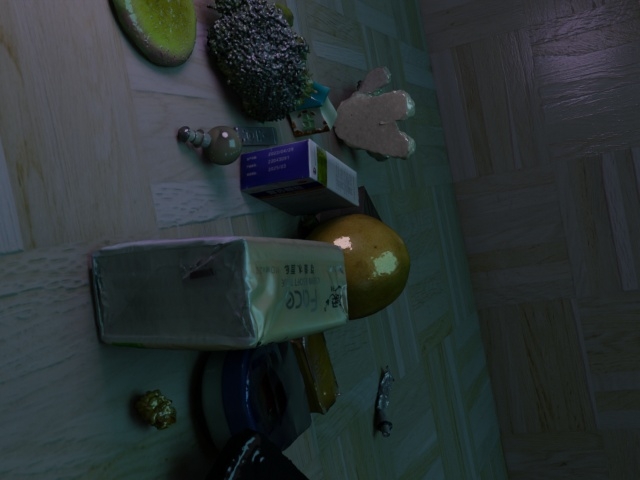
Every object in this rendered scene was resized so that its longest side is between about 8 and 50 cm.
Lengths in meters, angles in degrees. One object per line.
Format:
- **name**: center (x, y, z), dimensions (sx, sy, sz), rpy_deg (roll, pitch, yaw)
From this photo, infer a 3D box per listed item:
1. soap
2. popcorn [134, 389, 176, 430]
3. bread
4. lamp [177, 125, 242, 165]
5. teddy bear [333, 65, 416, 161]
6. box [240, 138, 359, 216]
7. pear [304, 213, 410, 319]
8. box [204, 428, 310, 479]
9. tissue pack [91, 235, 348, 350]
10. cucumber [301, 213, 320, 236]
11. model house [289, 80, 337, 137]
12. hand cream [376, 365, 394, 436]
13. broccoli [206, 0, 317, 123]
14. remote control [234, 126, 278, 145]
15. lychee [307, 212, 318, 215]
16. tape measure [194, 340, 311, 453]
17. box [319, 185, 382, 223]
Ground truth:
- **soap**: center (-0.024, 0.332, 1.939), dimensions (0.135, 0.076, 0.233), rpy_deg (-43, 119, -63)
- **popcorn**: center (-0.300, 0.315, 1.354), dimensions (0.057, 0.083, 0.082), rpy_deg (-50, 154, -26)
- **bread**: center (-0.352, -0.521, 1.600), dimensions (0.301, 0.045, 0.301), rpy_deg (-9, 90, -66)
- **lamp**: center (-0.254, -0.226, 1.663), dimensions (0.163, 0.091, 0.091), rpy_deg (14, 67, -47)
- **teddy bear**: center (0.224, -0.429, 2.485), dimensions (0.362, 0.375, 0.328), rpy_deg (-28, 119, -50)
- **box**: center (-0.048, -0.156, 1.922), dimensions (0.299, 0.200, 0.106), rpy_deg (23, 62, -62)
- **pear**: center (0.084, 0.075, 2.007), dimensions (0.314, 0.314, 0.314), rpy_deg (35, 50, -57)
- **box**: center (-0.152, 0.587, 1.435), dimensions (0.359, 0.091, 0.350), rpy_deg (-60, 139, -25)
- **tissue pack**: center (-0.173, 0.097, 1.409), dimensions (0.405, 0.331, 0.205), rpy_deg (2, 84, -65)
- **cucumber**: center (0.000, -0.001, 2.140), dimensions (0.187, 0.058, 0.058), rpy_deg (58, 32, -41)
- **model house**: center (-0.034, -0.392, 2.130), dimensions (0.100, 0.127, 0.149), rpy_deg (-68, 143, -50)
- **hand cream**: center (0.215, 0.535, 2.409), dimensions (0.257, 0.050, 0.084), rpy_deg (-81, 152, -48)
- **broccoli**: center (-0.133, -0.480, 1.912), dimensions (0.397, 0.274, 0.353), rpy_deg (-40, 137, -85)
- **remote control**: center (-0.170, -0.271, 1.919), dimensions (0.184, 0.027, 0.050), rpy_deg (-14, 92, -61)
- **lychee**: center (-0.021, -0.102, 2.117), dimensions (0.083, 0.068, 0.067), rpy_deg (8, 93, -63)
- **tape measure**: center (-0.152, 0.342, 1.588), dimensions (0.262, 0.138, 0.259), rpy_deg (-39, 115, -62)
- **box**: center (0.106, -0.021, 2.251), dimensions (0.149, 0.155, 0.231), rpy_deg (-85, 151, -46)
